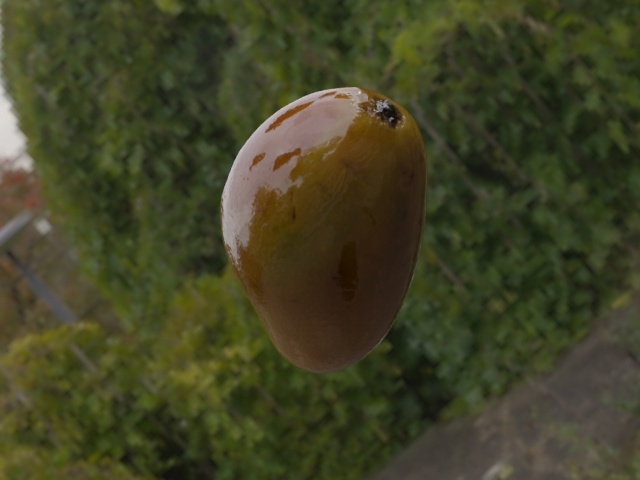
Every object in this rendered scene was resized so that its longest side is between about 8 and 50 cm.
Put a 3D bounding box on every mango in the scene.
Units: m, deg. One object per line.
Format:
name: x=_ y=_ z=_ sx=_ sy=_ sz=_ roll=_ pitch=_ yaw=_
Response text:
mango: x=0.000 y=0.000 z=1.113 sx=0.253 sy=0.138 sz=0.113 roll=96 pitch=164 yaw=-45
